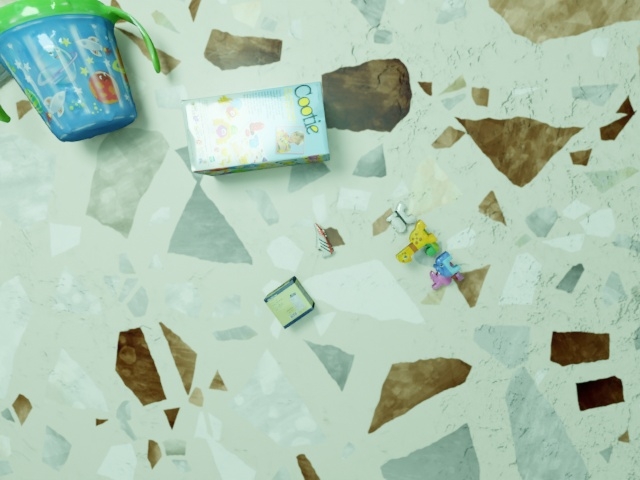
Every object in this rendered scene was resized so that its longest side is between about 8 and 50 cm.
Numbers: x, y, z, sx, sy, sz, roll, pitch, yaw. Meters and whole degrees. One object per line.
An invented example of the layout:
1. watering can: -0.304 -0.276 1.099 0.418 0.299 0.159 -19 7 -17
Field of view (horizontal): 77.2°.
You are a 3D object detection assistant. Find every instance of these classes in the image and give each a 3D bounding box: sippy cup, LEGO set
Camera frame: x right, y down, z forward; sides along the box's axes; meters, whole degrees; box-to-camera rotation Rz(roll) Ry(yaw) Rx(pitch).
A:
1. sippy cup: -0.501 -0.331 0.819 0.305 0.240 0.224 -12 106 27
2. LEGO set: 0.219 0.029 0.889 0.093 0.087 0.227 -39 92 4

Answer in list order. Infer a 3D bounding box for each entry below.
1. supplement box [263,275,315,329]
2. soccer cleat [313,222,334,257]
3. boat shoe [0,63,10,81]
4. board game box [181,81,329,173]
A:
1. supplement box: -0.070 0.141 0.923 0.083 0.056 0.083 -35 94 5
2. soccer cleat: 0.000 0.000 0.922 0.035 0.029 0.083 -28 99 0
3. boat shoe: -0.725 -0.408 0.867 0.302 0.109 0.094 -33 92 7
4. board game box: -0.125 -0.226 0.846 0.275 0.142 0.144 -7 95 3
